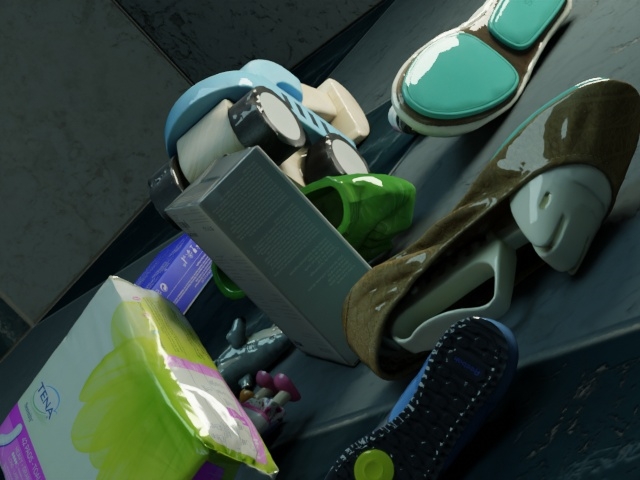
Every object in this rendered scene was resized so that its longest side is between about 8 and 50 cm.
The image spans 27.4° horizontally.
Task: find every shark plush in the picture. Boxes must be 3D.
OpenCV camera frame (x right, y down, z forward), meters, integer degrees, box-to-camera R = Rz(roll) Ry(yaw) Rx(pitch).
[{"bbox_3d":[-0.102,0.158,1.546,0.161,0.073,0.067,-42,41,-15],"label":"shark plush"}]

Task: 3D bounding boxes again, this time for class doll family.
[{"bbox_3d":[-0.127,0.218,1.340,0.263,0.118,0.163,3,38,49],"label":"doll family"}]

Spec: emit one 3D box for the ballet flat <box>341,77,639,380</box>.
[{"bbox_3d":[0.154,0.007,1.131,0.342,0.116,0.124,-40,32,19],"label":"ballet flat"}]

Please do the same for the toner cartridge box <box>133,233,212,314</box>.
[{"bbox_3d":[-0.285,0.106,2.269,0.165,0.075,0.348,-35,14,38],"label":"toner cartridge box"}]

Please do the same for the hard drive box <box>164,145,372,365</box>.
[{"bbox_3d":[-0.041,0.018,1.392,0.089,0.232,0.181,-45,13,-13],"label":"hard drive box"}]

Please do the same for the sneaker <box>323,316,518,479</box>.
[{"bbox_3d":[0.078,0.149,0.988,0.209,0.069,0.082,-52,-21,1],"label":"sneaker"}]

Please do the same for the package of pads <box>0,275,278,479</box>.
[{"bbox_3d":[-0.181,0.193,1.213,0.229,0.101,0.296,-53,39,9],"label":"package of pads"}]

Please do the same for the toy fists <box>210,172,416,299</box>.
[{"bbox_3d":[0.000,0.000,1.579,0.142,0.096,0.279,-12,-17,-46],"label":"toy fists"}]

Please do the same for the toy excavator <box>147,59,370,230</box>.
[{"bbox_3d":[-0.058,-0.170,2.041,0.222,0.433,0.445,-38,41,25],"label":"toy excavator"}]

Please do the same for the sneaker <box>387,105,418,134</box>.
[{"bbox_3d":[0.182,-0.217,1.923,0.178,0.072,0.077,-50,23,8],"label":"sneaker"}]

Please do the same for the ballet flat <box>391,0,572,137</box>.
[{"bbox_3d":[0.211,-0.227,1.741,0.139,0.139,0.400,-29,15,50],"label":"ballet flat"}]
